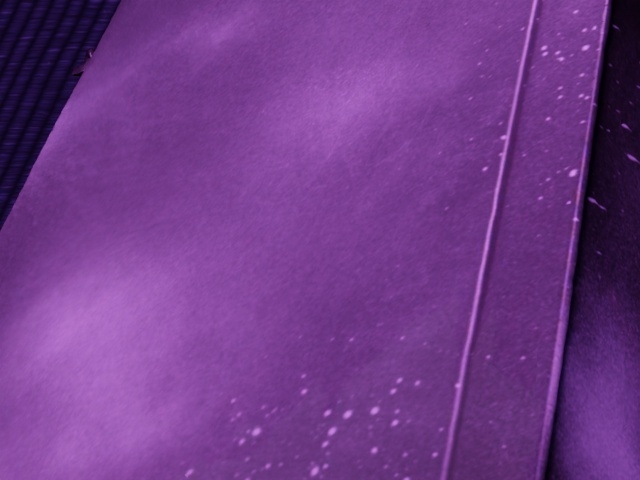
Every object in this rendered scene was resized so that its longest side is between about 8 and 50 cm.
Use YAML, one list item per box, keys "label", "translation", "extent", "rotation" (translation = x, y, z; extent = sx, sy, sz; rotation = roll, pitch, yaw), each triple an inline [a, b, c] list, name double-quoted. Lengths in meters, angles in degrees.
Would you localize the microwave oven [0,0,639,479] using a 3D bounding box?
- label: "microwave oven"
  translation: [0.035, 0.029, 0.553]
  extent: [0.374, 0.236, 0.432]
  rotation: [-18, 39, 36]
